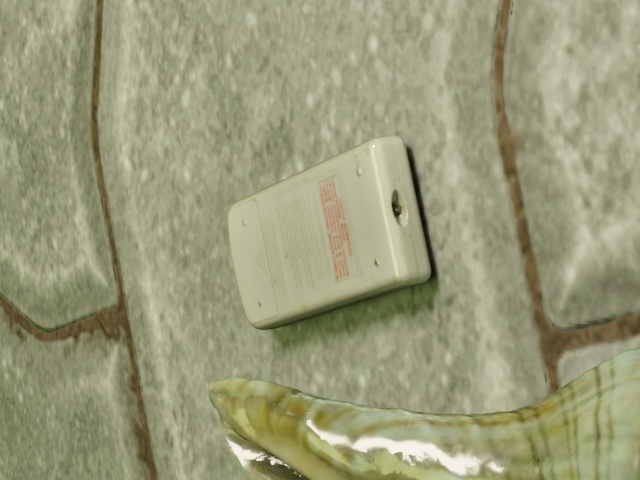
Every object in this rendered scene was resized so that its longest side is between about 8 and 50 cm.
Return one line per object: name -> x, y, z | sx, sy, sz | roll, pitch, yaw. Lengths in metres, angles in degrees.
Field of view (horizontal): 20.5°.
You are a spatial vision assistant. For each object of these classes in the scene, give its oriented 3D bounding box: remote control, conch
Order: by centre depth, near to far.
conch -> 0.136, 0.127, 0.745 | 0.386, 0.170, 0.203 | 14, 105, 41
remote control -> 0.000, 0.000, 1.064 | 0.190, 0.029, 0.087 | -23, 77, 57
